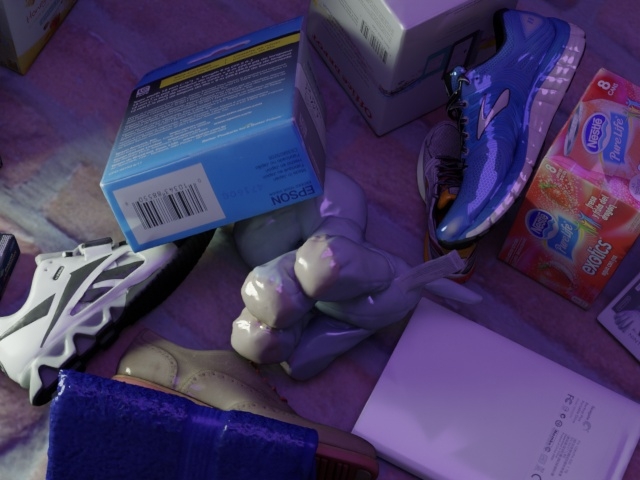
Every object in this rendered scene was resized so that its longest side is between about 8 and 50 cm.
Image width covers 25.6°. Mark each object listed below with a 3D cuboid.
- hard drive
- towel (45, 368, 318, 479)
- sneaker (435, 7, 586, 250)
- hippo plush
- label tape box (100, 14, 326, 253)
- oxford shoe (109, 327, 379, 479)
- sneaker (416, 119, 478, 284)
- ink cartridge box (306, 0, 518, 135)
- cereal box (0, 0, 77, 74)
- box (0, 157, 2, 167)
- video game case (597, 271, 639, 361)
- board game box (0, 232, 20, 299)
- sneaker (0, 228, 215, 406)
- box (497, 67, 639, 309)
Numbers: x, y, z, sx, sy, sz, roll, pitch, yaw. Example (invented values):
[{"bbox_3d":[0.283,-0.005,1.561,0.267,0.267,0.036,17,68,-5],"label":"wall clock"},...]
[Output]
[{"bbox_3d":[0.223,0.230,1.749,0.319,0.040,0.210,26,67,7],"label":"hard drive"},{"bbox_3d":[-0.160,0.262,1.626,0.308,0.227,0.076,14,35,1],"label":"towel"},{"bbox_3d":[0.206,-0.142,1.760,0.147,0.130,0.330,23,77,-1],"label":"sneaker"},{"bbox_3d":[0.000,0.000,1.730,0.294,0.234,0.236,-26,58,5],"label":"hippo plush"},{"bbox_3d":[-0.122,-0.144,1.783,0.249,0.115,0.347,-18,26,11],"label":"label tape box"},{"bbox_3d":[-0.085,0.196,1.702,0.348,0.123,0.130,19,59,2],"label":"oxford shoe"},{"bbox_3d":[0.178,-0.059,1.845,0.088,0.092,0.225,-2,66,-5],"label":"sneaker"},{"bbox_3d":[0.118,-0.313,1.857,0.197,0.270,0.198,-28,71,-17],"label":"ink cartridge box"},{"bbox_3d":[-0.380,-0.350,1.854,0.047,0.240,0.173,27,68,8],"label":"cereal box"},{"bbox_3d":[-0.548,-0.277,1.772,0.179,0.312,0.343,-17,68,-11],"label":"box"},{"bbox_3d":[0.470,0.094,1.768,0.173,0.190,0.022,46,27,15],"label":"video game case"},{"bbox_3d":[-0.505,0.060,1.763,0.194,0.060,0.194,16,66,4],"label":"board game box"},{"bbox_3d":[-0.276,0.043,1.752,0.330,0.122,0.146,-41,77,-19],"label":"sneaker"},{"bbox_3d":[0.340,-0.057,1.742,0.142,0.300,0.154,31,68,9],"label":"box"}]
